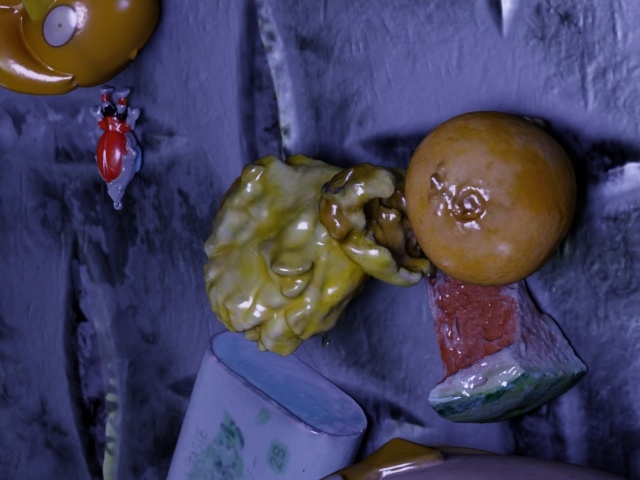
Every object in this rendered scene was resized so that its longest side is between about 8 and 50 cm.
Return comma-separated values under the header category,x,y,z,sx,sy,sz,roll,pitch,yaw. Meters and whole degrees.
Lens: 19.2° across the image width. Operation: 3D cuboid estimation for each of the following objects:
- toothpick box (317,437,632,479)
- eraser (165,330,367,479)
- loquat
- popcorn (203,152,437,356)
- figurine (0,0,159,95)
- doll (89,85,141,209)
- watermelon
category,x,y,z,sx,sy,sz,roll,pitch,yaw
toothpick box,0.111,0.353,1.450,0.425,0.409,0.409,1,106,41
eraser,-0.061,0.218,1.732,0.174,0.081,0.227,32,123,24
loquat,0.131,-0.036,1.472,0.141,0.141,0.141,13,113,32
popcorn,-0.005,0.008,1.563,0.195,0.168,0.173,-3,137,41
figurine,-0.258,-0.245,1.670,0.228,0.215,0.215,32,123,40
doll,-0.188,-0.086,1.746,0.057,0.039,0.114,0,99,13
watermelon,0.152,0.084,1.558,0.098,0.158,0.121,-32,131,24
